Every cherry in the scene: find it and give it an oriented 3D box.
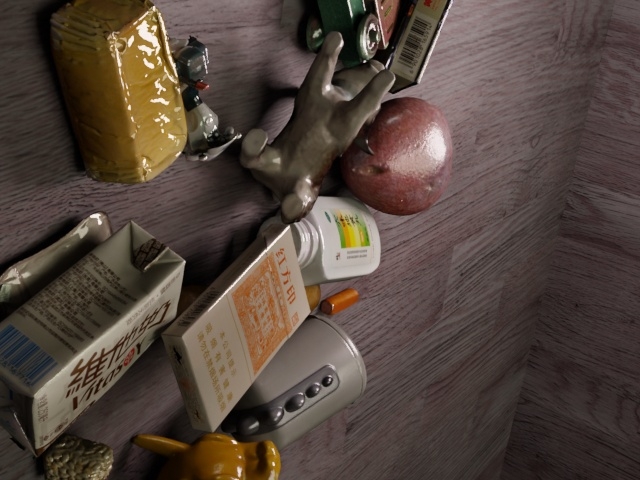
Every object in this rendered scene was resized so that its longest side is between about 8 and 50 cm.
[{"bbox_3d":[0.165,-0.181,2.052,0.307,0.221,0.261,-16,115,-40],"label":"cherry"}]

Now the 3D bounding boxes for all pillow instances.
[{"bbox_3d":[-0.398,0.048,1.424,0.232,0.038,0.131,-43,143,-38],"label":"pillow"}]

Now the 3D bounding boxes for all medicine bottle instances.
[{"bbox_3d":[0.000,0.000,1.954,0.324,0.124,0.179,-3,79,-57],"label":"medicine bottle"}]

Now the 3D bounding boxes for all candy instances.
[{"bbox_3d":[-0.406,0.373,1.566,0.095,0.110,0.085,-51,150,-58],"label":"candy"}]

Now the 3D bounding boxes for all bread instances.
[{"bbox_3d":[-0.290,-0.220,1.350,0.152,0.119,0.288,-48,146,-38],"label":"bread"}]

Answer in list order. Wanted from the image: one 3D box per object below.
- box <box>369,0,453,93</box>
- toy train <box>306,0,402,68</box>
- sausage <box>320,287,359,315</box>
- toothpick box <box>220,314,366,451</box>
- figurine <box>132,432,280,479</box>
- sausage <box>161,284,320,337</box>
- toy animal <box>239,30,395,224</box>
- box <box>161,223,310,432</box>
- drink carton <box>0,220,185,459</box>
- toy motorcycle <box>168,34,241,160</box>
[{"bbox_3d":[0.200,-0.468,1.945,0.198,0.084,0.310,-167,-81,-79],"label":"box"},{"bbox_3d":[0.057,-0.483,1.757,0.221,0.150,0.304,-61,151,-34],"label":"toy train"},{"bbox_3d":[0.049,0.146,2.247,0.131,0.039,0.041,-21,119,-55],"label":"sausage"},{"bbox_3d":[-0.073,0.311,1.933,0.316,0.229,0.229,-29,134,-34],"label":"toothpick box"},{"bbox_3d":[-0.233,0.559,1.796,0.401,0.268,0.387,-24,131,-33],"label":"figurine"},{"bbox_3d":[-0.142,0.139,1.839,0.501,0.123,0.136,-6,85,-58],"label":"sausage"},{"bbox_3d":[0.000,-0.204,1.761,0.344,0.194,0.302,-49,174,1],"label":"toy animal"},{"bbox_3d":[-0.137,0.146,1.668,0.365,0.051,0.205,-49,134,-48],"label":"box"},{"bbox_3d":[-0.359,0.147,1.410,0.324,0.132,0.194,-45,165,-36],"label":"drink carton"},{"bbox_3d":[-0.201,-0.213,1.475,0.102,0.150,0.221,-38,139,-33],"label":"toy motorcycle"}]
